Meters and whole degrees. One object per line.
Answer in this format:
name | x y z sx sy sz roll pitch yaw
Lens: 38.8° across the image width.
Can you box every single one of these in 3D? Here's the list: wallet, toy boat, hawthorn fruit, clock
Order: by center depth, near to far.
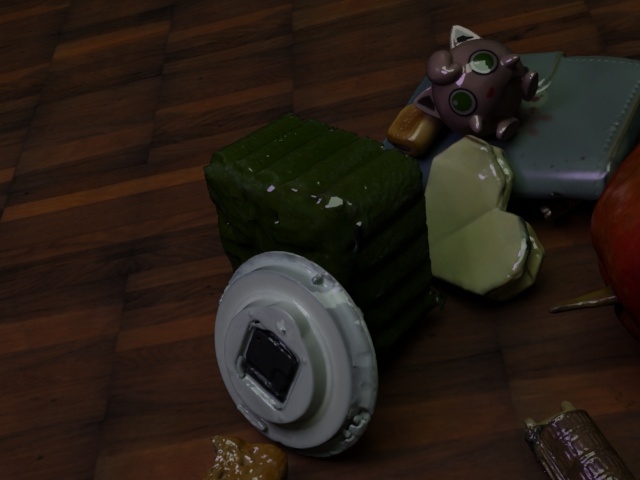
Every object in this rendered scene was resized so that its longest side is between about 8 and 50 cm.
toy boat | 0.270 0.242 0.863 0.068 0.088 0.226 -24 43 -5
hawthorn fruit | 0.388 0.012 0.925 0.330 0.287 0.287 -24 43 5
clock | -0.042 0.131 0.989 0.236 0.237 0.053 24 28 37
wallet | 0.256 -0.158 1.224 0.360 0.083 0.252 5 54 38

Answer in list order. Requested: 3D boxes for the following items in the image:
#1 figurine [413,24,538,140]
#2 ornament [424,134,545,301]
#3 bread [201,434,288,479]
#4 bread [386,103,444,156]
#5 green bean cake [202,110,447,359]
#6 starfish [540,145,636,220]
figurine | 0.197 -0.194 1.146 0.138 0.125 0.125 33 62 19
ornament | 0.175 -0.012 1.135 0.180 0.059 0.201 -33 60 34
bread | -0.151 0.358 0.874 0.185 0.109 0.380 9 48 9
bread | 0.136 -0.160 1.219 0.062 0.049 0.103 19 67 36
green bean cake | 0.000 0.000 1.072 0.246 0.250 0.156 25 47 38
starfish | 0.372 -0.104 1.175 0.235 0.062 0.277 -33 31 -1
